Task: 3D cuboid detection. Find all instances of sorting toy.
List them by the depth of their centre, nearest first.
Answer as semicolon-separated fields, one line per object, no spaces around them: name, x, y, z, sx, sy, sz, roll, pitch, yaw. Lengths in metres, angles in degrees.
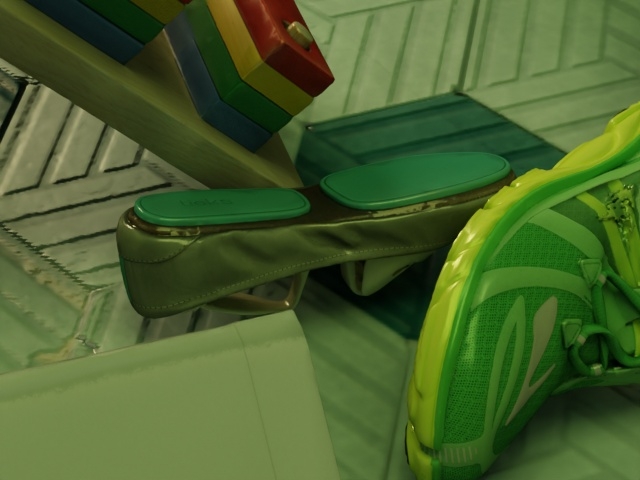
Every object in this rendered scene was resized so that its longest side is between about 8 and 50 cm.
sorting toy;-0.107;-0.166;0.977;0.089;0.257;0.255;-41;45;17

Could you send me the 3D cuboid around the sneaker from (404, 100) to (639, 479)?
sneaker;0.148;0.021;0.900;0.123;0.109;0.295;29;49;29

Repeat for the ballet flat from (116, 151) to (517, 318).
ballet flat;0.000;0.000;0.946;0.213;0.068;0.072;-8;23;-16

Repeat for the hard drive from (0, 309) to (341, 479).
hard drive;-0.124;0.154;0.671;0.308;0.040;0.203;-11;85;-30
